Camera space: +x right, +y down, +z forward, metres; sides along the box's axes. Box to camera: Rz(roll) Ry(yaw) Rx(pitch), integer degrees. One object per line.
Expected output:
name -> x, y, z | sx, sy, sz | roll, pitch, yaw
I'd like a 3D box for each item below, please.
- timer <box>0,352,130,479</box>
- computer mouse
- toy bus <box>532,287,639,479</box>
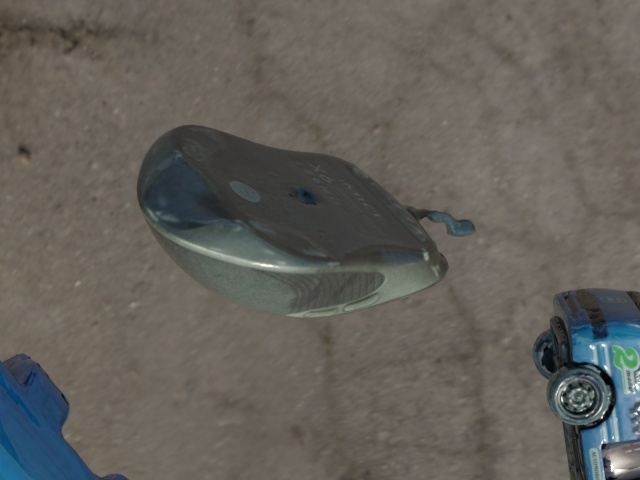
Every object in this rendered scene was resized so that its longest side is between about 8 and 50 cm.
timer -> -0.219, 0.129, 0.513 | 0.340, 0.309, 0.115 | 54, 20, -18
computer mouse -> 0.000, 0.000, 1.089 | 0.379, 0.090, 0.167 | 4, 38, -48
toy bus -> 0.234, 0.158, 1.013 | 0.134, 0.113, 0.246 | -8, 101, 5
